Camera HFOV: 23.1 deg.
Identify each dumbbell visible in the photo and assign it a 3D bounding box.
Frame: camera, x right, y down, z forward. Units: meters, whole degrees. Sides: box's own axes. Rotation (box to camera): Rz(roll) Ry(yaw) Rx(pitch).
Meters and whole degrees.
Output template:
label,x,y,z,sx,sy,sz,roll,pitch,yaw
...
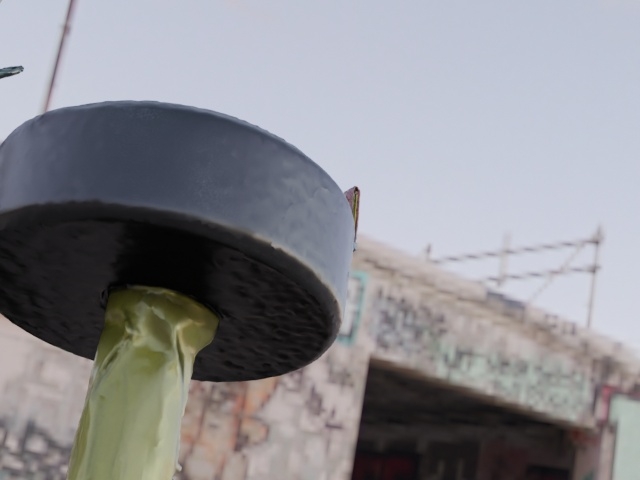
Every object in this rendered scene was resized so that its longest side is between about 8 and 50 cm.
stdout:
label,x,y,z,sx,sy,sz,roll,pitch,yaw
dumbbell,-0.101,0.111,0.781,0.204,0.322,0.204,7,-28,4

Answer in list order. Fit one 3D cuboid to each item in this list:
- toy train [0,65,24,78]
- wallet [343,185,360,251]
label,x,y,z,sx,sy,sz,roll,pitch,yaw
toy train,-0.479,-0.180,1.538,0.369,0.231,0.163,-7,0,0
wallet,0.000,0.000,2.275,0.020,0.103,0.196,15,-27,-25
